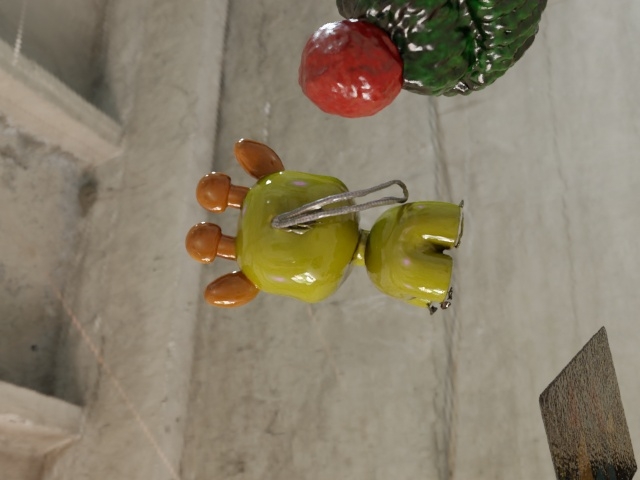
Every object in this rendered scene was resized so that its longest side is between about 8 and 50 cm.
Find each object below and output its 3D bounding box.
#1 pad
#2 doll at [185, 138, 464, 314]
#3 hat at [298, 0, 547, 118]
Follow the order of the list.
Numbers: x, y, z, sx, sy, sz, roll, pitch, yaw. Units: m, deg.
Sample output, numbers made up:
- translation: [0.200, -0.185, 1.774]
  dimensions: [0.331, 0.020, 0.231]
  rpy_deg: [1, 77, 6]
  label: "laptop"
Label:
- translation: [0.224, 0.162, 0.753]
  dimensions: [0.211, 0.003, 0.143]
  rpy_deg: [-21, -82, -58]
  label: "pad"
- translation: [0.000, 0.000, 0.756]
  dimensions: [0.135, 0.221, 0.143]
  rpy_deg: [88, -166, -83]
  label: "doll"
- translation: [0.105, -0.275, 1.102]
  dimensions: [0.274, 0.242, 0.332]
  rpy_deg: [48, -121, -4]
  label: "hat"
